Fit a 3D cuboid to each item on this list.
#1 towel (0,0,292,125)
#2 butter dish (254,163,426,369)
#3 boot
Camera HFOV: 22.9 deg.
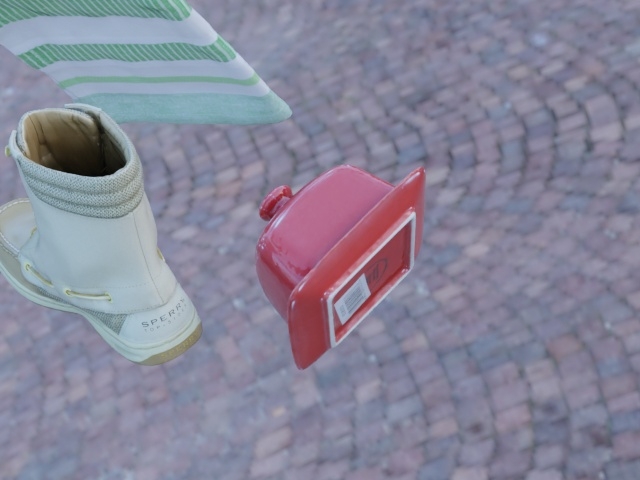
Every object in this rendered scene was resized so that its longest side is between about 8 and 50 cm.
[{"bbox_3d":[-0.207,-0.189,1.501,0.247,0.325,0.038,3,68,28],"label":"towel"},{"bbox_3d":[0.000,0.000,1.281,0.118,0.160,0.160,39,71,19],"label":"butter dish"},{"bbox_3d":[-0.213,-0.028,1.303,0.095,0.203,0.262,-35,42,-23],"label":"boot"}]
